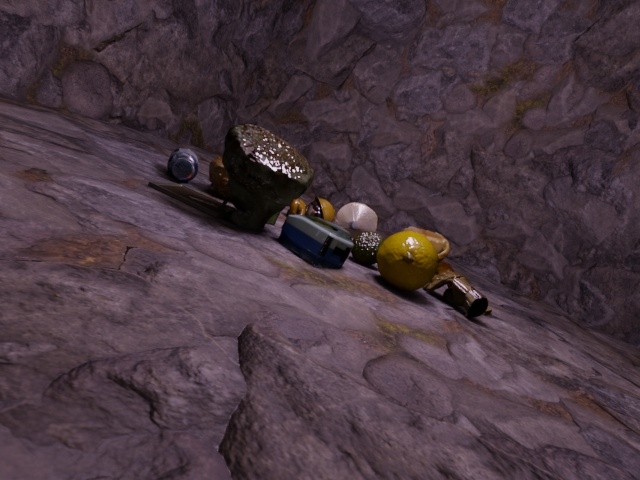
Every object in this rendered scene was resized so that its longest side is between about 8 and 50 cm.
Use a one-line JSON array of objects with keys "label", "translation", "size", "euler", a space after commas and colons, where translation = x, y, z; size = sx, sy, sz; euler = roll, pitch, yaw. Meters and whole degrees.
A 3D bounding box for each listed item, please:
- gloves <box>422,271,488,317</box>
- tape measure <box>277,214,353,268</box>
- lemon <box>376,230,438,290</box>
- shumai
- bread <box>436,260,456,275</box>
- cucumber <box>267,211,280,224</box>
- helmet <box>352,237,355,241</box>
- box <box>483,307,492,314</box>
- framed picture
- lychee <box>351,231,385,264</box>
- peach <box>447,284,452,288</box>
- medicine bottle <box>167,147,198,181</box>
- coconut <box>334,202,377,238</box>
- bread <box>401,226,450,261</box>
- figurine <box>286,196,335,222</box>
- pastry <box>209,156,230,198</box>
[{"label": "gloves", "translation": [0.582, 0.211, 1.781], "size": [0.154, 0.141, 0.331], "euler": [16, 13, -30]}, {"label": "tape measure", "translation": [-0.001, -0.001, 1.599], "size": [0.262, 0.138, 0.259], "euler": [12, 17, -49]}, {"label": "lemon", "translation": [0.350, 0.082, 1.660], "size": [0.268, 0.267, 0.267], "euler": [23, 10, -4]}, {"label": "shumai", "translation": [-0.249, -0.238, 1.629], "size": [0.395, 0.348, 0.395], "euler": [28, 33, -20]}, {"label": "bread", "translation": [0.739, 0.187, 2.400], "size": [0.124, 0.083, 0.344], "euler": [24, 11, 6]}, {"label": "cucumber", "translation": [-0.204, -0.176, 1.824], "size": [0.078, 0.211, 0.062], "euler": [12, 17, -42]}, {"label": "helmet", "translation": [0.156, 0.022, 2.062], "size": [0.065, 0.049, 0.084], "euler": [-9, -15, -4]}, {"label": "box", "translation": [0.754, 0.318, 1.940], "size": [0.089, 0.022, 0.156], "euler": [31, 13, 34]}, {"label": "framed picture", "translation": [-0.499, -0.167, 1.665], "size": [0.315, 0.024, 0.232], "euler": [24, 10, 10]}, {"label": "lychee", "translation": [0.212, 0.032, 1.842], "size": [0.171, 0.171, 0.171], "euler": [23, 10, -4]}, {"label": "peach", "translation": [0.693, 0.228, 2.085], "size": [0.101, 0.100, 0.100], "euler": [23, 10, -4]}, {"label": "medicine bottle", "translation": [-0.658, -0.362, 1.967], "size": [0.142, 0.141, 0.293], "euler": [19, 11, -23]}, {"label": "coconut", "translation": [0.196, -0.099, 2.291], "size": [0.239, 0.239, 0.244], "euler": [24, 8, 1]}, {"label": "bread", "translation": [0.654, 0.050, 2.604], "size": [0.316, 0.211, 0.270], "euler": [12, 15, 1]}, {"label": "figurine", "translation": [-0.046, -0.161, 2.231], "size": [0.257, 0.167, 0.192], "euler": [17, 25, -19]}, {"label": "pastry", "translation": [-0.398, -0.283, 2.013], "size": [0.316, 0.184, 0.285], "euler": [12, 12, -38]}]
